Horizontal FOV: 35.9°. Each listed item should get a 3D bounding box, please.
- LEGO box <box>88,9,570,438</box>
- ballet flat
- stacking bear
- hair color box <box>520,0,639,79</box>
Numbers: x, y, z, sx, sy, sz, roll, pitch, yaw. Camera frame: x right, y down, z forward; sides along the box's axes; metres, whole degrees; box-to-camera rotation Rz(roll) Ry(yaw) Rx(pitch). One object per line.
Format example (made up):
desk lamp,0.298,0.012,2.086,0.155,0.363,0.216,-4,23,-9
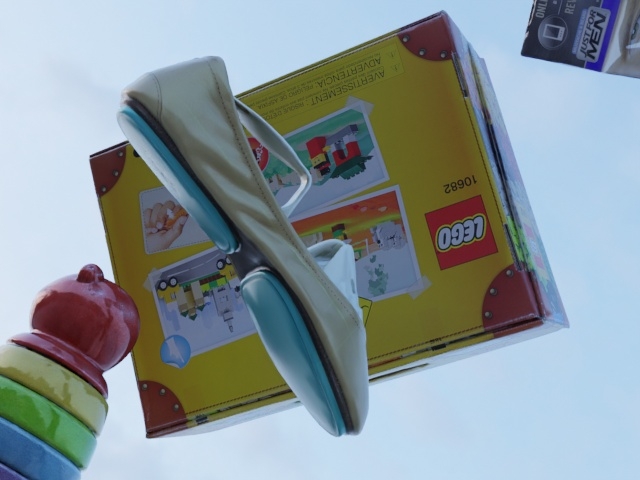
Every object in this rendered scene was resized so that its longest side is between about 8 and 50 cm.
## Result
LEGO box,0.000,0.000,1.219,0.501,0.372,0.193,-19,-13,19
ballet flat,-0.022,0.000,0.547,0.232,0.073,0.080,58,-21,-9
stacking bear,-0.289,0.161,1.002,0.164,0.289,0.175,9,-31,37
hair color box,0.373,-0.278,1.127,0.110,0.339,0.185,24,-71,38
